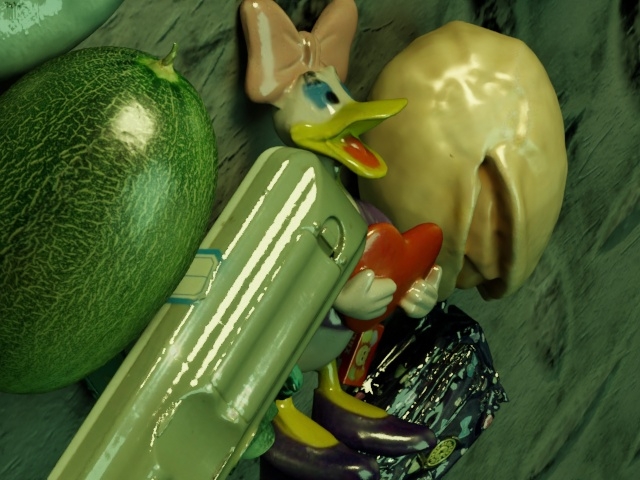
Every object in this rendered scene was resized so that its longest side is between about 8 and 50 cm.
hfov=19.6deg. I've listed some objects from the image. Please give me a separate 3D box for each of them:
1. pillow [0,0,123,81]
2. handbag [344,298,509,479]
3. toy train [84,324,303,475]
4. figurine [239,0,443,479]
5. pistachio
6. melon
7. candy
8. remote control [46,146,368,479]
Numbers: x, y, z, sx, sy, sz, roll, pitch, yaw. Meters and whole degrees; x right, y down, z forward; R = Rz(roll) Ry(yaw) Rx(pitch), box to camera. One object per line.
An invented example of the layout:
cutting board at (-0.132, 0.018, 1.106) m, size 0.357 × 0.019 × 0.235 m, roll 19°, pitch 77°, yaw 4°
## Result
pillow at (-0.199, -0.219, 1.222) m, size 0.214 × 0.086 × 0.233 m, roll -49°, pitch 147°, yaw -7°
handbag at (0.087, 0.191, 1.928) m, size 0.260 × 0.113 × 0.162 m, roll -47°, pitch 139°, yaw -14°
toy train at (-0.117, 0.092, 1.477) m, size 0.112 × 0.163 × 0.203 m, roll -48°, pitch 131°, yaw -28°
figurine at (0.003, 0.005, 1.577) m, size 0.154 × 0.193 × 0.421 m, roll -8°, pitch 108°, yaw -52°
pistachio at (0.129, -0.060, 1.750) m, size 0.193 × 0.214 × 0.318 m, roll -4°, pitch 138°, yaw -7°
melon at (-0.172, -0.021, 1.291) m, size 0.287 × 0.182 × 0.182 m, roll -52°, pitch 153°, yaw 18°
candy at (-0.007, 0.084, 1.695) m, size 0.038 × 0.122 × 0.062 m, roll 15°, pitch 97°, yaw -58°
remote control at (-0.073, 0.091, 1.353) m, size 0.335 × 0.065 × 0.128 m, roll -58°, pitch 136°, yaw -22°
